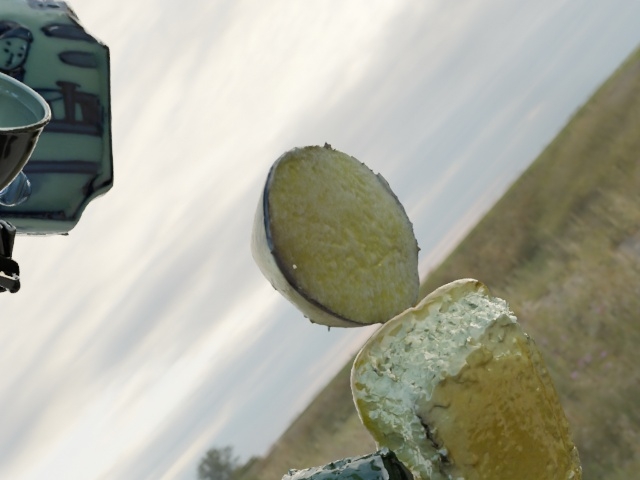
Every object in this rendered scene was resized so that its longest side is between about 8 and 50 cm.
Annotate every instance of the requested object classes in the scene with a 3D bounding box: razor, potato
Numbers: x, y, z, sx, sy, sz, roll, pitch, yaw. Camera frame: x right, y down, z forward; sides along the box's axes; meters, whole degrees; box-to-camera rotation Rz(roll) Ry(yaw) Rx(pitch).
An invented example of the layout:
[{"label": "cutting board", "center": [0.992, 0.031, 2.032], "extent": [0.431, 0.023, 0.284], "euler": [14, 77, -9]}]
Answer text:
[{"label": "razor", "center": [-0.305, -0.051, 1.134], "extent": [0.253, 0.042, 0.082], "euler": [-177, 107, -78]}, {"label": "potato", "center": [0.000, 0.000, 1.497], "extent": [0.116, 0.239, 0.299], "euler": [-13, -20, 39]}]

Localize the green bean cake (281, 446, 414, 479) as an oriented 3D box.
[{"label": "green bean cake", "center": [0.040, 0.327, 0.902], "extent": [0.132, 0.241, 0.255], "euler": [-16, 29, 19]}]

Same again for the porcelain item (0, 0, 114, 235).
[{"label": "porcelain item", "center": [-0.388, -0.144, 1.347], "extent": [0.281, 0.285, 0.157], "euler": [3, -8, -30]}]

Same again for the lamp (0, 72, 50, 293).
[{"label": "lamp", "center": [-0.302, -0.014, 0.895], "extent": [0.172, 0.147, 0.227], "euler": [-5, -58, -48]}]

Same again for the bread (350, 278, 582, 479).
[{"label": "bread", "center": [0.136, 0.165, 1.038], "extent": [0.174, 0.245, 0.121], "euler": [-39, 24, -26]}]
